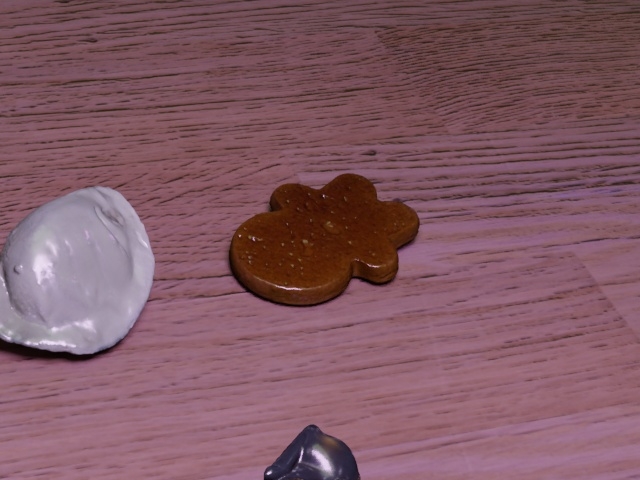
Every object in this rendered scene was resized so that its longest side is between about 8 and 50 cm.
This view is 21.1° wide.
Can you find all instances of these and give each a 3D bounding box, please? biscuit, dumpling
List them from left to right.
[{"bbox_3d":[-0.262,0.036,1.777,0.108,0.152,0.219,-12,29,52],"label":"dumpling"},{"bbox_3d":[0.000,0.000,1.926,0.180,0.039,0.236,38,45,27],"label":"biscuit"}]

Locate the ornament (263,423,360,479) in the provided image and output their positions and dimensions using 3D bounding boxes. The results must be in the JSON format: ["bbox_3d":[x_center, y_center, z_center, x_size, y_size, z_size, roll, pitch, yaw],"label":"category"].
[{"bbox_3d":[0.047,0.282,1.544,0.236,0.080,0.202,23,41,19],"label":"ornament"}]
